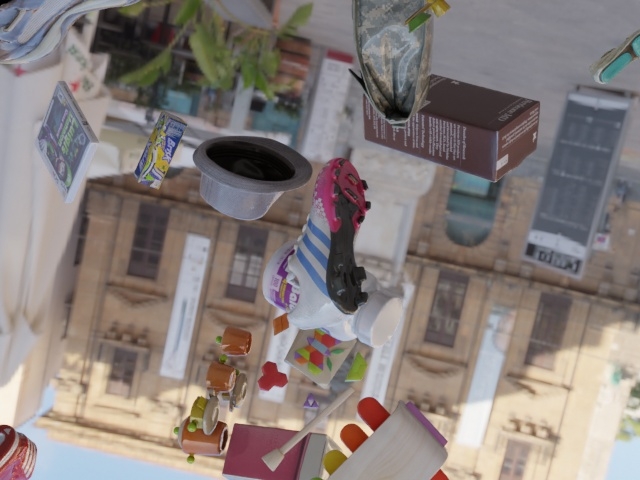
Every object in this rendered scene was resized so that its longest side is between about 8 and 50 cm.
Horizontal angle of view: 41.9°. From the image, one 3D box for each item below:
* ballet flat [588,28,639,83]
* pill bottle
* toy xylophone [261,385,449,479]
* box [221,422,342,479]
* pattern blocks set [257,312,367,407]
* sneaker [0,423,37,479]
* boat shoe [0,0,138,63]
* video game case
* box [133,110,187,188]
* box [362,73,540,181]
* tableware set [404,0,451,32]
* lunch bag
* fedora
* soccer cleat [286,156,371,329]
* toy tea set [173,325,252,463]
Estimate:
[{"bbox_3d":[0.596,-0.373,1.628,0.057,0.168,0.052,49,-172,-40],"label":"ballet flat"},{"bbox_3d":[0.028,0.125,1.897,0.302,0.169,0.169,25,-168,31],"label":"pill bottle"},{"bbox_3d":[0.053,0.378,1.353,0.236,0.323,0.081,54,169,7],"label":"toy xylophone"},{"bbox_3d":[-0.084,0.508,1.911,0.232,0.126,0.148,2,152,19],"label":"box"},{"bbox_3d":[-0.004,0.291,2.254,0.285,0.324,0.026,23,158,-9],"label":"pattern blocks set"},{"bbox_3d":[-0.580,0.431,1.454,0.087,0.221,0.128,40,170,34],"label":"sneaker"},{"bbox_3d":[-0.299,-0.270,0.823,0.355,0.132,0.130,-12,170,43],"label":"boat shoe"},{"bbox_3d":[-0.529,-0.202,1.732,0.022,0.190,0.173,-12,-119,-43],"label":"video game case"},{"bbox_3d":[-0.369,-0.208,1.926,0.054,0.169,0.059,21,-168,-31],"label":"box"},{"bbox_3d":[0.302,-0.281,1.982,0.381,0.143,0.191,24,-137,34],"label":"box"},{"bbox_3d":[0.163,-0.325,1.152,0.024,0.104,0.154,50,-158,-12],"label":"tableware set"},{"bbox_3d":[0.146,-0.375,1.687,0.169,0.287,0.235,-1,-169,10],"label":"lunch bag"},{"bbox_3d":[-0.162,-0.130,1.851,0.244,0.124,0.275,34,-150,25],"label":"fedora"},{"bbox_3d":[0.000,0.000,1.405,0.143,0.331,0.116,-26,133,31],"label":"soccer cleat"},{"bbox_3d":[-0.260,0.351,1.968,0.124,0.200,0.336,7,-142,13],"label":"toy tea set"}]
